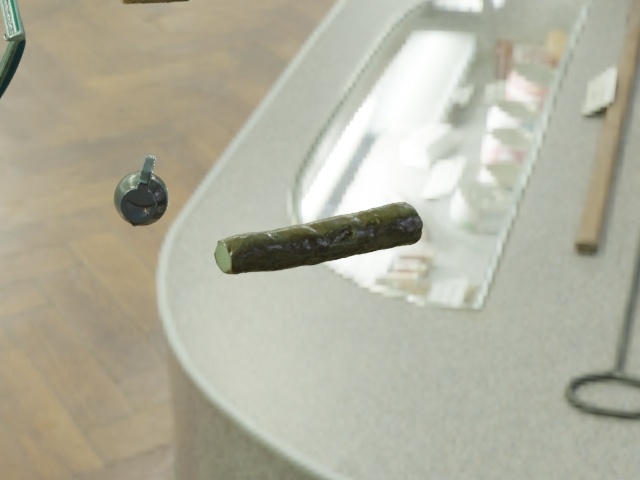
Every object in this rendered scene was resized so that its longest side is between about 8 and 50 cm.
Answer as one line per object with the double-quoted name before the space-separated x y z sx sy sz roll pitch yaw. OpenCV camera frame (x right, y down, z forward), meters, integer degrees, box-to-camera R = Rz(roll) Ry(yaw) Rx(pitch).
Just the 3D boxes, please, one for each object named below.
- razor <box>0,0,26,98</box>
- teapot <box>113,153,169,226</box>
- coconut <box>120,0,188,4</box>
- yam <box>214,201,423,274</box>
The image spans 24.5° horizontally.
"razor" -0.357 -0.186 1.632 0.037 0.191 0.068 4 51 -28
"teapot" -0.211 -0.056 1.748 0.066 0.088 0.057 14 15 -6
"coconut" -0.141 -0.264 1.284 0.116 0.122 0.116 -34 9 6
"yam" 0.000 0.000 1.814 0.274 0.061 0.061 -11 31 -30
